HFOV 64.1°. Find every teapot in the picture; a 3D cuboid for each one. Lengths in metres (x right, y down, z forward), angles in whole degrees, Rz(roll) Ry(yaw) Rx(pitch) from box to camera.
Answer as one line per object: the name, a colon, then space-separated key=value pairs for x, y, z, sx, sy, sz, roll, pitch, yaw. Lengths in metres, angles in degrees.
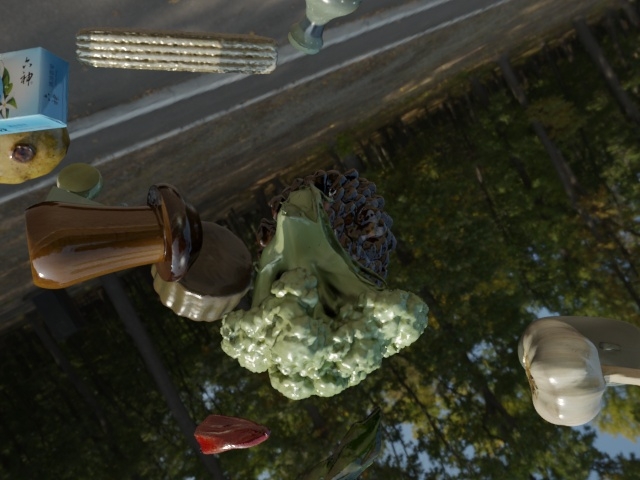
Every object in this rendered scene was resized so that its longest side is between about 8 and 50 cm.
teapot: x=0.002 y=-0.656 z=1.443 sx=0.183 sy=0.183 sz=0.251 roll=-32 pitch=167 yaw=-39

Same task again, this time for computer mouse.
computer mouse: x=0.706 y=0.297 z=1.412 sx=0.330 sy=0.095 sz=0.197 roll=-9 pitch=-127 yaw=46

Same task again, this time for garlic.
garlic: x=0.495 y=0.237 z=0.936 sx=0.225 sy=0.199 sz=0.199 roll=-7 pitch=-168 yaw=18

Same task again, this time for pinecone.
pinecone: x=0.000 y=0.000 z=1.427 sx=0.397 sy=0.398 sz=0.398 roll=-27 pitch=-174 yaw=3

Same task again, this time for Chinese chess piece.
Chinese chess piece: x=-0.821 y=-0.198 z=1.749 sx=0.144 sy=0.144 sz=0.059 roll=-31 pitch=157 yaw=-31

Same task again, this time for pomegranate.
pomegranate: x=-0.789 y=-0.277 z=1.286 sx=0.281 sy=0.281 sz=0.281 roll=-27 pitch=-174 yaw=3

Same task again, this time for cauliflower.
cauliflower: x=-0.018 y=0.094 z=0.737 sx=0.326 sy=0.281 sz=0.260 roll=-22 pitch=-161 yaw=21

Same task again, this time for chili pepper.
chili pepper: x=-0.281 y=0.627 z=1.662 sx=0.252 sy=0.144 sz=0.136 roll=-13 pitch=-131 yaw=32

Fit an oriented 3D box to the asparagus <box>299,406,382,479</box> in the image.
asparagus: x=0.013 y=0.394 z=0.826 sx=0.287 sy=0.080 sz=0.080 roll=-41 pitch=-173 yaw=-6

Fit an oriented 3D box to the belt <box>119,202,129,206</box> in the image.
belt: x=-0.559 y=-0.016 z=1.390 sx=0.179 sy=0.065 sz=0.100 roll=-48 pitch=141 yaw=13

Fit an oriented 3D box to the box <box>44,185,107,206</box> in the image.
box: x=-0.793 y=-0.025 z=1.659 sx=0.225 sy=0.224 sz=0.118 roll=-48 pitch=-151 yaw=39

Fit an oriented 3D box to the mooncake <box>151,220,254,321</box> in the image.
mooncake: x=-0.341 y=0.088 z=1.478 sx=0.290 sy=0.290 sz=0.161 roll=-34 pitch=165 yaw=-51

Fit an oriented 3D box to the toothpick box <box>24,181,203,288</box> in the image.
toothpick box: x=-0.369 y=-0.004 z=0.941 sx=0.294 sy=0.192 sz=0.192 roll=-8 pitch=176 yaw=-28

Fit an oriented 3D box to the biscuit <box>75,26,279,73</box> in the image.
biscuit: x=-0.305 y=-0.424 z=1.140 sx=0.425 sy=0.079 sz=0.144 roll=1 pitch=-154 yaw=-6

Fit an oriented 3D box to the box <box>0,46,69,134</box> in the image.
box: x=-0.649 y=-0.308 z=1.074 sx=0.232 sy=0.143 sz=0.083 roll=-2 pitch=174 yaw=18
